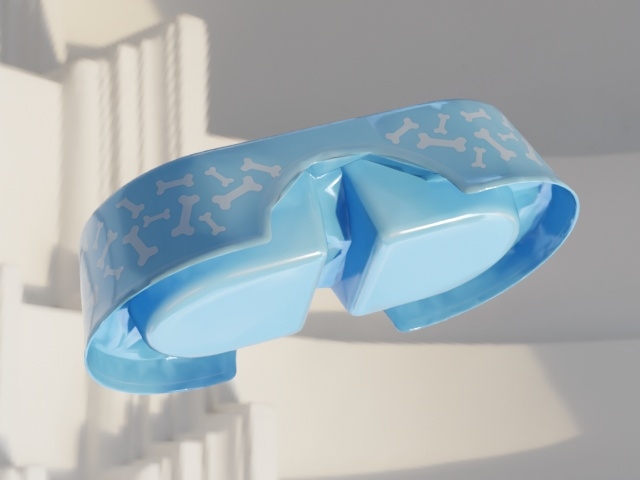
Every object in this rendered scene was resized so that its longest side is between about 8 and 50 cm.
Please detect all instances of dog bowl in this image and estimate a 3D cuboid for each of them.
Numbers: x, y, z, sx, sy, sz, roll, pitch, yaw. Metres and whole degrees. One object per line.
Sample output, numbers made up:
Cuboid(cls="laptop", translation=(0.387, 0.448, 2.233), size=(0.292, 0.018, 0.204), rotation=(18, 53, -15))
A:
Cuboid(cls="dog bowl", translation=(0.000, 0.000, 0.775), size=(0.166, 0.297, 0.074), rotation=(108, -37, -58))
